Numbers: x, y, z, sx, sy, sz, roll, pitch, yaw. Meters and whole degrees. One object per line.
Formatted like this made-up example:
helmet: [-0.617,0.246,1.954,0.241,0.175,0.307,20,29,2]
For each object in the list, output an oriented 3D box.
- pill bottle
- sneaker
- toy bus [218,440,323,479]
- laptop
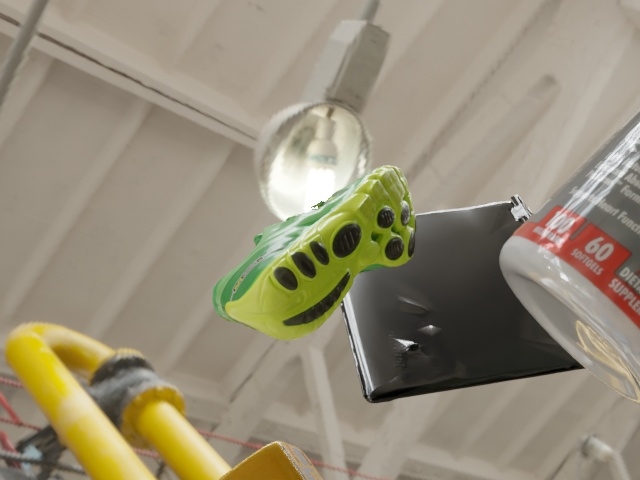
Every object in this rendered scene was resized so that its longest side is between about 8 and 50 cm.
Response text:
pill bottle: [0.359,-0.039,0.992,0.363,0.210,0.210,-45,-51,-5]
sneaker: [0.000,0.000,1.071,0.295,0.123,0.110,-33,-63,-49]
toy bus: [-0.141,0.368,1.206,0.332,0.108,0.130,-39,-21,2]
laptop: [0.242,0.133,1.361,0.236,0.382,0.408,-39,-62,15]
